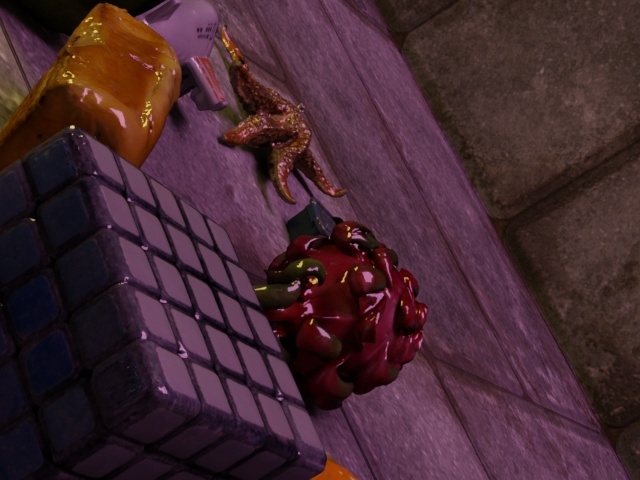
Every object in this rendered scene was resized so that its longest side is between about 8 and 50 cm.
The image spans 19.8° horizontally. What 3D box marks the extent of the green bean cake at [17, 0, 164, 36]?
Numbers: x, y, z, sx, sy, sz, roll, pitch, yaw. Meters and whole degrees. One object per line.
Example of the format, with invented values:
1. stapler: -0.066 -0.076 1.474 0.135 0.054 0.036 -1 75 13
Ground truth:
1. green bean cake: -0.237 -0.422 2.060 0.218 0.319 0.335 44 23 -51

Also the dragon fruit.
1. dragon fruit: 0.018 0.090 2.091 0.198 0.218 0.273 21 18 7

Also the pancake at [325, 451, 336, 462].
1. pancake: 0.078 0.388 1.918 0.376 0.054 0.197 60 14 3

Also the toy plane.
1. toy plane: -0.189 -0.262 2.272 0.244 0.117 0.244 50 16 -20

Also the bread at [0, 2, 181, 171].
1. bread: -0.224 -0.112 1.755 0.132 0.166 0.294 31 21 -7

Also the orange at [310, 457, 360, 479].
1. orange: -0.031 0.277 1.546 0.234 0.182 0.234 45 20 -21

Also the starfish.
1. starfish: -0.075 -0.174 2.532 0.301 0.084 0.293 61 13 -1

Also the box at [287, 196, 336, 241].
1. box: 0.000 0.000 2.466 0.099 0.054 0.074 47 16 -37

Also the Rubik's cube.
1. Rubik's cube: -0.173 0.101 1.320 0.238 0.237 0.237 33 28 -58
